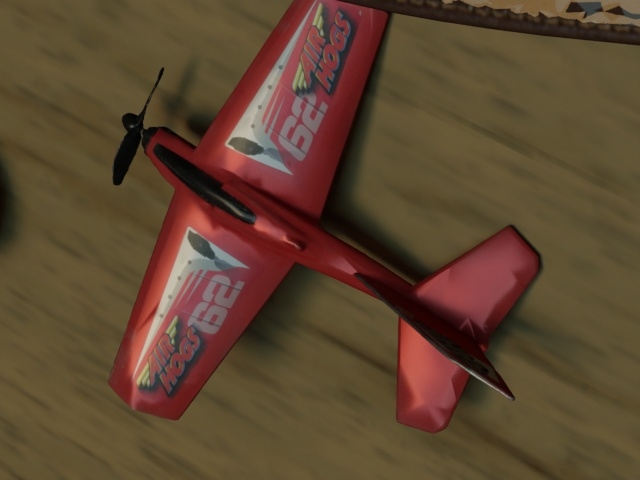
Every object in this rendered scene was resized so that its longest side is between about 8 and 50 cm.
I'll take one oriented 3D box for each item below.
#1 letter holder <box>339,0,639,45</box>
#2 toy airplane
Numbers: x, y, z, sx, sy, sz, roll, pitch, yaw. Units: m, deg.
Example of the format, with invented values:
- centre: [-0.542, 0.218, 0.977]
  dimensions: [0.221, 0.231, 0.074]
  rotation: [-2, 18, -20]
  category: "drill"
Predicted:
- centre: [0.010, -0.133, 0.320]
  dimensions: [0.302, 0.152, 0.214]
  rotation: [13, 117, 27]
  category: "letter holder"
- centre: [0.000, 0.000, 0.462]
  dimensions: [0.151, 0.028, 0.151]
  rotation: [3, 98, 25]
  category: "toy airplane"
